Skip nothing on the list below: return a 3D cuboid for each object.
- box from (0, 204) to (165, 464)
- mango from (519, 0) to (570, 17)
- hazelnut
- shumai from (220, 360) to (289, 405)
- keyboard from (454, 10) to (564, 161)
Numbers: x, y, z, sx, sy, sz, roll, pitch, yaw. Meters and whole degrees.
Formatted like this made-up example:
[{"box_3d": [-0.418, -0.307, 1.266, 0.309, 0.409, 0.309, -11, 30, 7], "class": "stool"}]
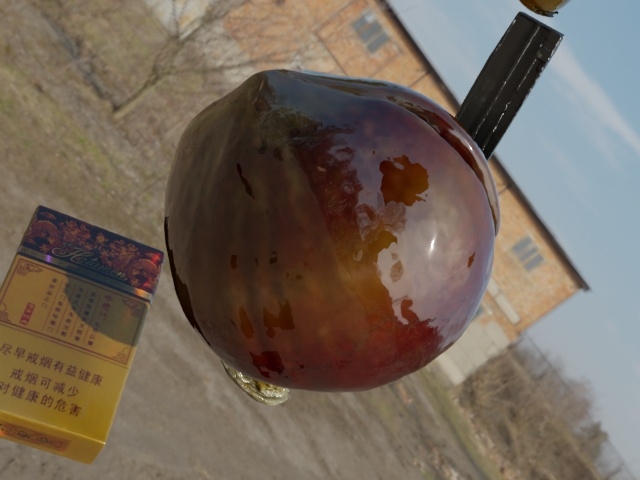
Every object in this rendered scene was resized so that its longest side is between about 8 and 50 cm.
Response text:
[{"box_3d": [-0.456, 0.157, 1.479, 0.264, 0.116, 0.416, 21, 49, -16], "class": "box"}, {"box_3d": [0.171, -0.223, 0.595, 0.063, 0.077, 0.127, -87, -173, -57], "class": "mango"}, {"box_3d": [0.000, 0.000, 1.032, 0.429, 0.402, 0.402, 5, -28, 33], "class": "hazelnut"}, {"box_3d": [-0.076, 0.185, 1.307, 0.145, 0.116, 0.146, 41, 25, -24], "class": "shumai"}, {"box_3d": [0.267, -0.220, 1.257, 0.087, 0.251, 0.017, 33, 15, 14], "class": "keyboard"}]
